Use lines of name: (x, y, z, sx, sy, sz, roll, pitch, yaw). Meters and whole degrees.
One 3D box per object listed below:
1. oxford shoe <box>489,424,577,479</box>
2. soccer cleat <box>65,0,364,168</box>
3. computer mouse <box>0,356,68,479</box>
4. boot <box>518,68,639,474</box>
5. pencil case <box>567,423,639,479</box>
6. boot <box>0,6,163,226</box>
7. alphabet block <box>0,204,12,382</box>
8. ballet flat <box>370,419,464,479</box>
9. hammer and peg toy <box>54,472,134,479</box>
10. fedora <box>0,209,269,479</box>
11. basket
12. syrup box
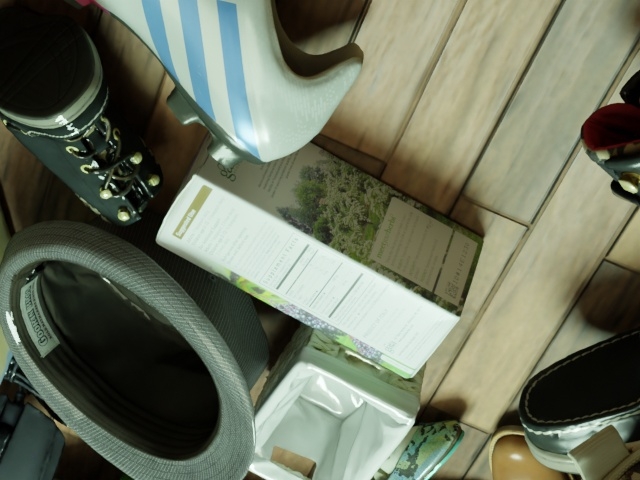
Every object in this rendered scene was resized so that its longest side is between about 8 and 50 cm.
oxford shoe: (0.189, 0.252, 1.629, 0.076, 0.076, 0.212, 3, 131, 22)
soccer cleat: (-0.105, -0.201, 1.298, 0.143, 0.116, 0.331, -38, 110, 18)
computer mouse: (-0.320, 0.219, 1.696, 0.189, 0.072, 0.272, 17, 101, 0)
boot: (0.269, 0.015, 1.322, 0.377, 0.138, 0.284, -19, 124, 29)
pencil case: (0.241, 0.275, 1.411, 0.183, 0.160, 0.410, 61, 166, 20)
boot: (-0.175, -0.084, 1.380, 0.178, 0.085, 0.236, 49, 170, -30)
alphabet block: (-0.378, 0.046, 1.556, 0.193, 0.192, 0.197, 4, 135, 11)
ballet flat: (0.061, 0.208, 1.644, 0.070, 0.070, 0.188, 29, 134, -7)
hammer and peg toy: (-0.198, 0.347, 1.833, 0.361, 0.127, 0.266, -17, 126, 33)
fedora: (-0.138, 0.076, 1.534, 0.275, 0.124, 0.243, 38, 137, 8)
basket: (0.012, 0.135, 1.562, 0.113, 0.103, 0.167, 28, 136, -6)
syrup box: (0.000, 0.000, 1.443, 0.237, 0.093, 0.096, 28, 136, -6)
